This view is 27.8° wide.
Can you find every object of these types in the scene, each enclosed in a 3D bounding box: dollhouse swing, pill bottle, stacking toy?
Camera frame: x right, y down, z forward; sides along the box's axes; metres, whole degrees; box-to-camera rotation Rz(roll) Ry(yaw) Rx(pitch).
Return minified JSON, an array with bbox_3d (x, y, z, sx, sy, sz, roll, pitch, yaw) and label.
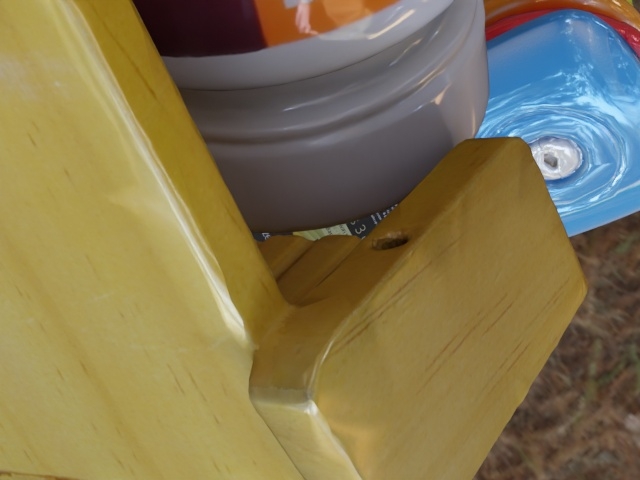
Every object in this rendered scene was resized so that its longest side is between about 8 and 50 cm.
[{"bbox_3d":[-0.108,-0.043,0.595,0.346,0.315,0.305,-1,117,32],"label":"dollhouse swing"},{"bbox_3d":[-0.041,-0.206,0.539,0.224,0.224,0.392,-18,132,-4],"label":"pill bottle"},{"bbox_3d":[0.162,-0.159,0.924,0.165,0.302,0.175,-24,128,30],"label":"stacking toy"}]

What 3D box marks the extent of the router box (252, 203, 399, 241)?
[{"bbox_3d":[0.000,0.000,1.139,0.243,0.081,0.309,-32,102,-14],"label":"router box"}]
